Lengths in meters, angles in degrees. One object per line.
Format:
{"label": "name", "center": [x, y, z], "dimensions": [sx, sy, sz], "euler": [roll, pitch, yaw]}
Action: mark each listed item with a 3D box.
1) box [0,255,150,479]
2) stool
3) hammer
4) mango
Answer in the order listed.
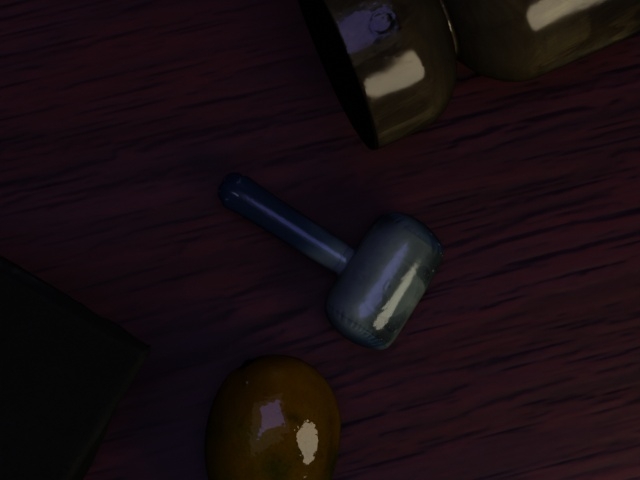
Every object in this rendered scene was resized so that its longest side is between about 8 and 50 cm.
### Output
{"label": "box", "center": [-0.324, 0.183, 1.340], "dimensions": [0.251, 0.204, 0.345], "euler": [30, 50, 0]}
{"label": "stool", "center": [0.127, -0.207, 1.485], "dimensions": [0.264, 0.179, 0.179], "euler": [-24, 86, -5]}
{"label": "hammer", "center": [0.000, 0.000, 1.517], "dimensions": [0.194, 0.069, 0.116], "euler": [32, 85, 6]}
{"label": "mango", "center": [-0.042, 0.173, 1.485], "dimensions": [0.111, 0.089, 0.163], "euler": [16, 92, -2]}
